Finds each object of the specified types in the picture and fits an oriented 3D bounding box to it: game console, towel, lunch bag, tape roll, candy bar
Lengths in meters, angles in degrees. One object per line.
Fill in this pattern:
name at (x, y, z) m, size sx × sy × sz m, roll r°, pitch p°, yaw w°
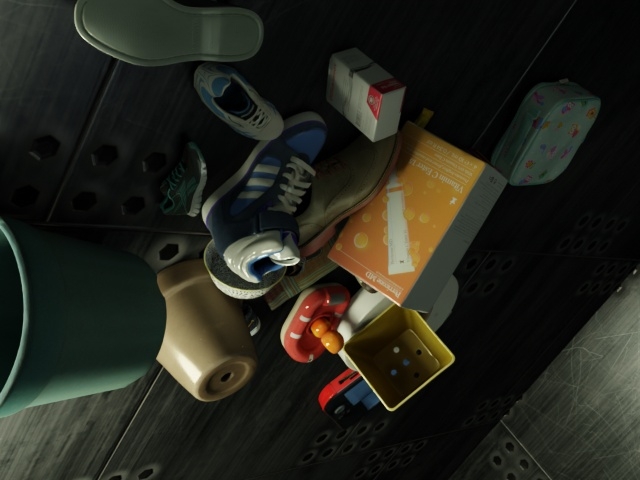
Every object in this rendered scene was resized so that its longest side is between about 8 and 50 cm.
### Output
game console at (0.187, 0.450, 2.474) m, size 0.386 × 0.060 × 0.342 m, roll -36°, pitch 146°, yaw -4°
towel at (0.000, 0.000, 1.786) m, size 0.370 × 0.040 × 0.271 m, roll -35°, pitch 146°, yaw -6°
lunch bag at (0.562, -0.273, 1.941) m, size 0.224 × 0.108 × 0.279 m, roll -7°, pitch 134°, yaw -35°
tape roll at (0.211, 0.207, 2.132) m, size 0.392 × 0.072 × 0.392 m, roll -26°, pitch 144°, yaw -20°
candy bar at (0.195, -0.227, 1.724) m, size 0.040 × 0.018 × 0.161 m, roll 12°, pitch 121°, yaw -51°

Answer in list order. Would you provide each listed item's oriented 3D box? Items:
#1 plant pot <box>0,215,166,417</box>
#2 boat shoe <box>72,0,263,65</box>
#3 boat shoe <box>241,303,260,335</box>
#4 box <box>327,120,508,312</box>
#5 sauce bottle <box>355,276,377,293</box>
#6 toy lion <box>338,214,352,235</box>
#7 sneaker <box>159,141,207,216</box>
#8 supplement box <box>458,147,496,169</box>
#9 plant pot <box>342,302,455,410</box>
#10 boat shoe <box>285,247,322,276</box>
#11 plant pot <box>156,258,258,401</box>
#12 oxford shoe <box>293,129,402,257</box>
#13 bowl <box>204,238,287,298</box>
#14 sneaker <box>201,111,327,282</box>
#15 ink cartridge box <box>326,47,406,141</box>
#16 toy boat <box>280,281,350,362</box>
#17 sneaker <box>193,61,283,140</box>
plant pot at (-0.457, 0.128, 1.268) m, size 0.341 × 0.341 × 0.334 m, roll -50°, pitch 153°, yaw 16°
boat shoe at (-0.231, -0.317, 1.144) m, size 0.302 × 0.091 × 0.114 m, roll 0°, pitch 111°, yaw -41°
boat shoe at (-0.229, 0.220, 1.808) m, size 0.183 × 0.065 × 0.083 m, roll -37°, pitch 144°, yaw -13°
box at (0.212, -0.047, 1.680) m, size 0.345 × 0.215 × 0.168 m, roll -60°, pitch 150°, yaw 6°
sauce bottle at (0.240, 0.004, 1.890) m, size 0.344 × 0.111 × 0.111 m, roll -33°, pitch 149°, yaw 18°
toy lion at (0.096, -0.047, 1.763) m, size 0.096 × 0.034 × 0.100 m, roll -16°, pitch 141°, yaw -40°
sneaker at (-0.253, -0.105, 1.403) m, size 0.076 × 0.065 × 0.166 m, roll -12°, pitch 136°, yaw -29°
supplement box at (0.322, -0.163, 1.863) m, size 0.188 × 0.081 × 0.104 m, roll 0°, pitch 131°, yaw -44°
plant pot at (0.214, 0.309, 2.025) m, size 0.212 × 0.212 × 0.187 m, roll -39°, pitch 159°, yaw 0°
boat shoe at (-0.067, 0.046, 1.688) m, size 0.183 × 0.066 × 0.066 m, roll -16°, pitch 140°, yaw -28°
plant pot at (-0.248, 0.208, 1.622) m, size 0.263 × 0.229 × 0.263 m, roll -25°, pitch 145°, yaw -19°
oxford shoe at (0.029, -0.122, 1.591) m, size 0.348 × 0.123 × 0.130 m, roll -50°, pitch 135°, yaw -2°
bowl at (-0.158, 0.065, 1.577) m, size 0.170 × 0.170 × 0.080 m, roll -16°, pitch 140°, yaw -31°
sneaker at (-0.064, -0.065, 1.467) m, size 0.323 × 0.236 × 0.130 m, roll -43°, pitch 147°, yaw 7°
ink cartridge box at (0.082, -0.275, 1.442) m, size 0.063 × 0.150 × 0.109 m, roll -25°, pitch 144°, yaw -27°
toy boat at (0.004, 0.226, 1.953) m, size 0.151 × 0.151 × 0.231 m, roll -3°, pitch 132°, yaw -41°
sneaker at (-0.133, -0.228, 1.350) m, size 0.085 × 0.086 × 0.237 m, roll -46°, pitch 147°, yaw 7°
